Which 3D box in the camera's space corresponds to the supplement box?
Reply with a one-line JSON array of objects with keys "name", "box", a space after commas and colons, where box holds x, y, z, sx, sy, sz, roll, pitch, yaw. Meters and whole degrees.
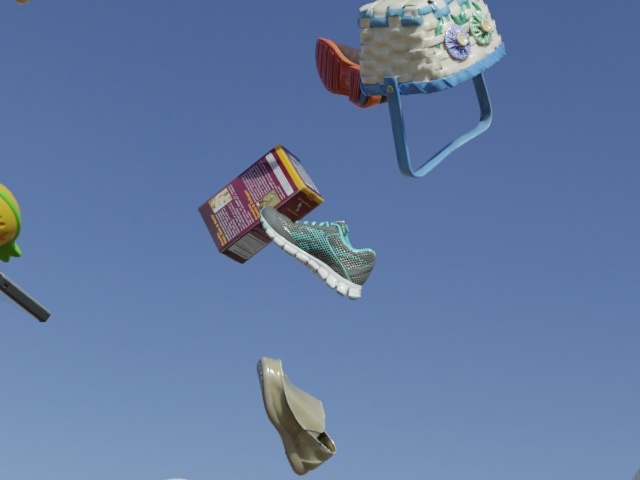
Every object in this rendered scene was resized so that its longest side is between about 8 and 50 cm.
[{"name": "supplement box", "box": [-0.104, -0.061, 1.849, 0.188, 0.104, 0.081, -37, -30, 12]}]

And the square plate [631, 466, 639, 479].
[{"name": "square plate", "box": [0.422, 0.303, 1.076, 0.049, 0.344, 0.347, 17, -62, -13]}]

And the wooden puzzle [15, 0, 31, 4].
[{"name": "wooden puzzle", "box": [-0.448, -0.576, 1.590, 0.080, 0.348, 0.322, -6, -16, -9]}]

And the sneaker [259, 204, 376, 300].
[{"name": "sneaker", "box": [0.000, 0.000, 1.343, 0.166, 0.076, 0.065, 37, 4, 9]}]

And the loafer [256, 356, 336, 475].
[{"name": "loafer", "box": [-0.042, 0.302, 1.909, 0.092, 0.102, 0.269, -19, -54, 1]}]

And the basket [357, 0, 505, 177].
[{"name": "basket", "box": [0.186, -0.275, 1.782, 0.201, 0.255, 0.289, 10, -55, 38]}]

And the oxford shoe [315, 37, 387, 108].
[{"name": "oxford shoe", "box": [0.073, -0.334, 2.133, 0.098, 0.271, 0.097, -12, -54, -25]}]

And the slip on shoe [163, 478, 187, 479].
[{"name": "slip on shoe", "box": [-0.210, 0.426, 1.783, 0.135, 0.041, 0.051, 5, -32, 10]}]

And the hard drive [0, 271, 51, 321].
[{"name": "hard drive", "box": [-0.461, 0.069, 1.566, 0.094, 0.022, 0.135, 24, -18, 27]}]

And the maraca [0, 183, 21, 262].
[{"name": "maraca", "box": [-0.573, -0.032, 1.853, 0.127, 0.099, 0.186, 14, -45, 9]}]
